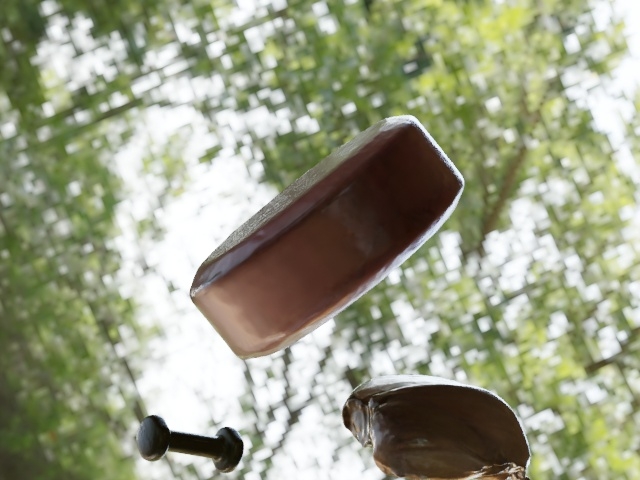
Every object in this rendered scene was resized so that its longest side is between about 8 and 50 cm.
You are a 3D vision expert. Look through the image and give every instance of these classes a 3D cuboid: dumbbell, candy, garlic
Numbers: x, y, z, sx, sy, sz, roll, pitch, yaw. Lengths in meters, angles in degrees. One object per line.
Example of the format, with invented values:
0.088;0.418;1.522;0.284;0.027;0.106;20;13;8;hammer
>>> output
-0.139;0.218;1.802;0.046;0.118;0.052;-57;-141;24;dumbbell
0.000;0.000;1.398;0.094;0.255;0.255;51;-12;-6;candy
0.142;0.208;1.917;0.217;0.228;0.110;33;-75;66;garlic
